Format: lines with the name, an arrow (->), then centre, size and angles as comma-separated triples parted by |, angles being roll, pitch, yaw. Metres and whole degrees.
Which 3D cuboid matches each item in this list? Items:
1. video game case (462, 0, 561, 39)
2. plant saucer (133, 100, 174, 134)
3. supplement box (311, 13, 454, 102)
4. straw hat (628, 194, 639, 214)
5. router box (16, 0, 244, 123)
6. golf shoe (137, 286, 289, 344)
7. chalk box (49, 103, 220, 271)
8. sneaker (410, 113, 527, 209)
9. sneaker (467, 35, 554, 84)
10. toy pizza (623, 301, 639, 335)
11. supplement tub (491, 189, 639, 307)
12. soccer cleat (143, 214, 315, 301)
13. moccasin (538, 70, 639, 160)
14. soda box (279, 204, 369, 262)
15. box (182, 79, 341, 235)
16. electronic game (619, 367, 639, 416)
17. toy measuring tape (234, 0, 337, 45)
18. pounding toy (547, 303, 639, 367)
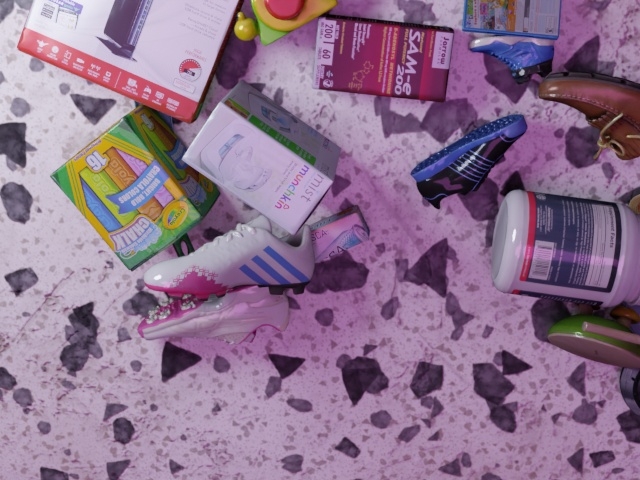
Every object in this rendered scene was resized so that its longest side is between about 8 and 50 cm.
video game case -> 0.334, -0.414, 1.682 | 0.166, 0.015, 0.119 | 6, 82, 2
plant saucer -> -0.303, -0.177, 1.826 | 0.067, 0.018, 0.192 | -5, 108, 6
supplement box -> 0.110, -0.324, 1.721 | 0.239, 0.073, 0.130 | 6, 108, 1
straw hat -> 0.643, -0.041, 1.777 | 0.061, 0.144, 0.144 | -38, 105, -27
router box -> -0.323, -0.412, 1.708 | 0.335, 0.082, 0.301 | 23, 104, -3
golf shoe -> -0.203, 0.156, 1.879 | 0.306, 0.115, 0.140 | -18, 109, 11
chalk box -> -0.308, -0.077, 1.757 | 0.179, 0.180, 0.289 | -35, 104, 14
sneaker -> 0.283, -0.143, 1.768 | 0.232, 0.081, 0.090 | -28, 107, 19
sneaker -> 0.338, -0.319, 1.714 | 0.152, 0.058, 0.084 | -1, 99, -2
toy pizza -> 0.678, 0.116, 1.844 | 0.201, 0.032, 0.201 | 1, 109, 4
supplement tub -> 0.456, 0.017, 1.744 | 0.272, 0.191, 0.191 | 8, 108, 1
soccer cleat -> -0.158, 0.025, 1.719 | 0.331, 0.116, 0.143 | -2, 102, -34
moccasin -> 0.558, -0.194, 1.708 | 0.380, 0.139, 0.147 | 20, 99, -12
soda box -> 0.000, 0.000, 1.840 | 0.183, 0.058, 0.063 | -24, 104, 12
box -> -0.094, -0.149, 1.693 | 0.231, 0.262, 0.127 | 34, 107, -6
electronic game -> 0.697, 0.269, 1.873 | 0.229, 0.048, 0.229 | 2, 121, 4
toy measuring tape -> -0.011, -0.451, 1.677 | 0.330, 0.121, 0.121 | -30, 104, 2
pounding toy -> 0.533, 0.154, 1.795 | 0.183, 0.237, 0.110 | 20, 77, -4
